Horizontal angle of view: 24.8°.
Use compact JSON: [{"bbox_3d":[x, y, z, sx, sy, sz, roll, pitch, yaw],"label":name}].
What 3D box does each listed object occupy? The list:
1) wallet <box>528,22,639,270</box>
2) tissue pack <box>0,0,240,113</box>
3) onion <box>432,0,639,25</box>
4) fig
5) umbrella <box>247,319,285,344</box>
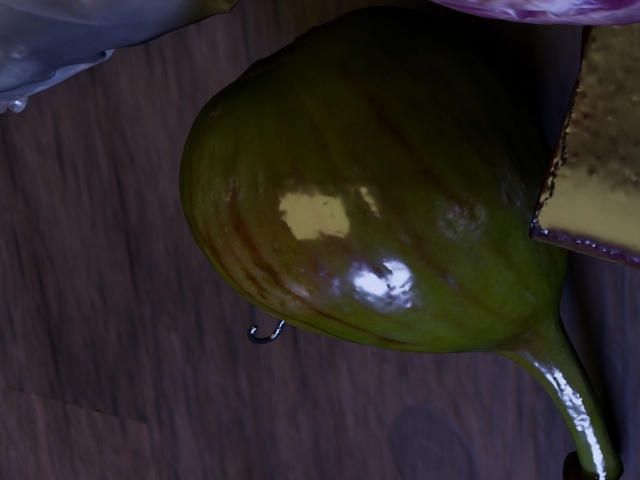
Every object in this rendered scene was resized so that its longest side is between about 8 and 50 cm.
[{"bbox_3d":[0.212,-0.025,0.522,0.255,0.031,0.137,18,107,13],"label":"wallet"},{"bbox_3d":[-0.247,-0.210,0.664,0.390,0.195,0.376,-16,108,39],"label":"tissue pack"},{"bbox_3d":[0.043,-0.217,0.339,0.347,0.385,0.348,12,110,37],"label":"onion"},{"bbox_3d":[0.057,0.024,0.620,0.151,0.151,0.259,-31,101,41],"label":"fig"},{"bbox_3d":[0.004,0.001,0.723,0.149,0.022,0.022,-55,42,31],"label":"umbrella"}]
